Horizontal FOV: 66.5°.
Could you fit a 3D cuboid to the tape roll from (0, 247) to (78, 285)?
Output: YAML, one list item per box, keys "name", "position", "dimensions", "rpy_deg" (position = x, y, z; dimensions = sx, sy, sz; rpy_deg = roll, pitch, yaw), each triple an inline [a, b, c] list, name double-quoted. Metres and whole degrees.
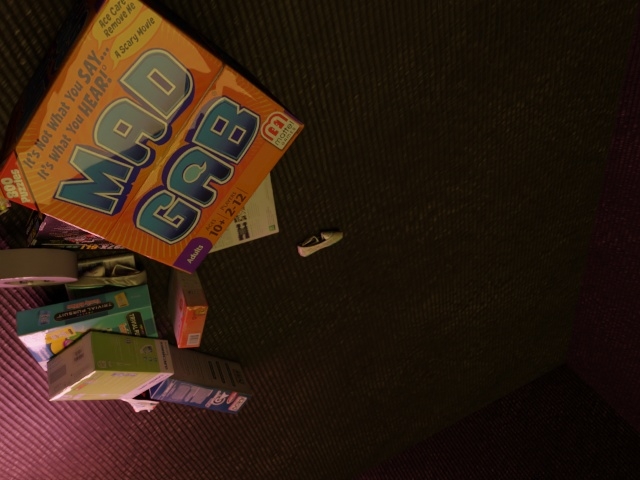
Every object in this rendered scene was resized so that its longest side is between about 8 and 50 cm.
- name: "tape roll"
  position: [-0.733, 0.072, 1.229]
  dimensions: [0.219, 0.219, 0.072]
  rpy_deg: [-1, 81, -27]

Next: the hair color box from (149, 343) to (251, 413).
- name: "hair color box"
  position: [-0.426, 0.485, 1.708]
  dimensions: [0.347, 0.174, 0.105]
  rpy_deg: [28, 106, -38]

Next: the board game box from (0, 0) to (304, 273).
- name: "board game box"
  position: [-0.320, -0.227, 0.911]
  dimensions: [0.356, 0.356, 0.357]
  rpy_deg: [29, 106, -39]

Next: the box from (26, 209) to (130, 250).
- name: "box"
  position: [-0.527, -0.046, 1.209]
  dimensions: [0.322, 0.079, 0.257]
  rpy_deg: [0, 163, -38]

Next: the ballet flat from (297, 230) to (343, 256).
- name: "ballet flat"
  position: [0.000, 0.000, 1.660]
  dimensions: [0.168, 0.057, 0.052]
  rpy_deg: [-28, 121, -7]

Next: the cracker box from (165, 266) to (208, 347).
- name: "cracker box"
  position: [-0.404, 0.184, 1.463]
  dimensions: [0.067, 0.232, 0.156]
  rpy_deg: [1, 122, -30]

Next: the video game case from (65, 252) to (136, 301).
- name: "video game case"
  position: [-0.643, 0.140, 1.447]
  dimensions: [0.193, 0.023, 0.213]
  rpy_deg: [-10, 127, -21]

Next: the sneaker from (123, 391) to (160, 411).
- name: "sneaker"
  position: [-0.655, 0.575, 1.731]
  dimensions: [0.161, 0.057, 0.075]
  rpy_deg: [28, 101, -42]

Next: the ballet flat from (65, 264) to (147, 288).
- name: "ballet flat"
  position: [-0.605, 0.101, 1.389]
  dimensions: [0.213, 0.072, 0.068]
  rpy_deg: [3, 94, -30]

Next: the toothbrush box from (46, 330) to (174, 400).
- name: "toothbrush box"
  position: [-0.620, 0.381, 1.456]
  dimensions: [0.206, 0.122, 0.283]
  rpy_deg: [-33, 150, 20]

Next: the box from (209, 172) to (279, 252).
- name: "box"
  position: [-0.293, -0.085, 1.446]
  dimensions: [0.321, 0.058, 0.232]
  rpy_deg: [-18, 129, -17]

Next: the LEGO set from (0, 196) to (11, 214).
- name: "LEGO set"
  position: [-0.832, -0.053, 1.185]
  dimensions: [0.132, 0.107, 0.287]
  rpy_deg: [18, 124, 3]

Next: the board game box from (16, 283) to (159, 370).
- name: "board game box"
  position: [-0.661, 0.258, 1.429]
  dimensions: [0.335, 0.079, 0.254]
  rpy_deg: [-12, 149, -19]
